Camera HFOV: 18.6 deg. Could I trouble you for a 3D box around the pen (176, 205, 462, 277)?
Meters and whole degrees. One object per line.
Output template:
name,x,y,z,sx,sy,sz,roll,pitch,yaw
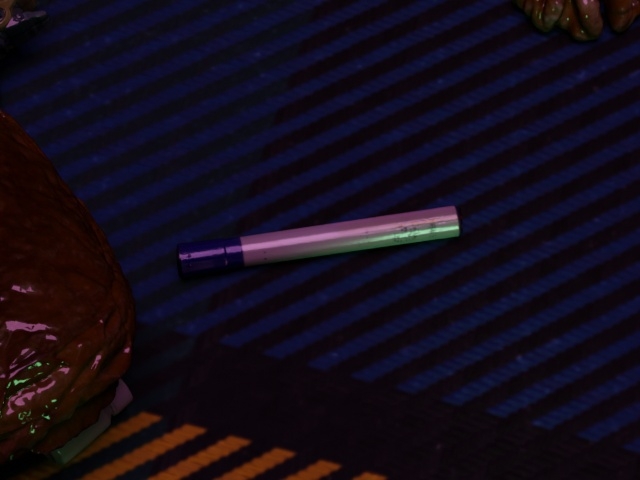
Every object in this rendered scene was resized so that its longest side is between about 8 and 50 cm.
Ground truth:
pen,0.000,0.000,1.808,0.269,0.033,0.033,-9,62,-3

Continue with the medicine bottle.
medicine bottle,-0.212,0.152,1.718,0.089,0.052,0.052,-41,69,-18

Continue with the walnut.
walnut,0.252,-0.281,1.934,0.143,0.069,0.170,-18,66,-10

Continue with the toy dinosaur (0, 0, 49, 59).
toy dinosaur,-0.386,-0.177,1.881,0.259,0.094,0.153,-10,62,4

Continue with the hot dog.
hot dog,-0.313,0.040,1.712,0.267,0.174,0.387,-28,58,-9
